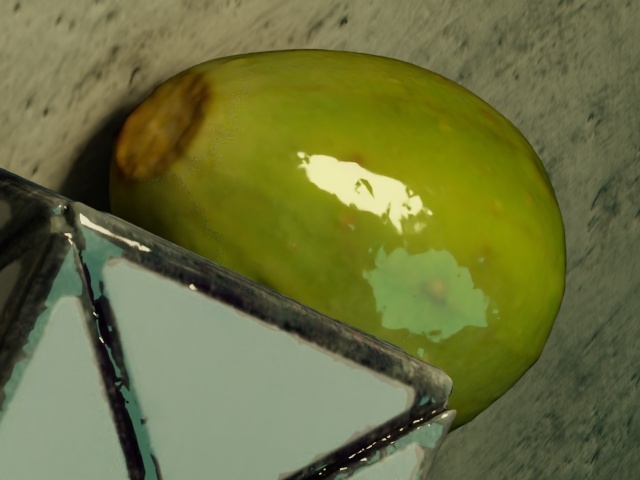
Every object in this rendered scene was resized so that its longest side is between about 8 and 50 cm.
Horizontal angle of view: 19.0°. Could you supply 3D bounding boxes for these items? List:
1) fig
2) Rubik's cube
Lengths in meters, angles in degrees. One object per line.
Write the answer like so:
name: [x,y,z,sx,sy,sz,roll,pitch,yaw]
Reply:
fig: [0.000,0.000,1.201,0.326,0.258,0.258,24,90,-43]
Rubik's cube: [-0.135,0.111,0.907,0.259,0.260,0.255,25,88,-35]
